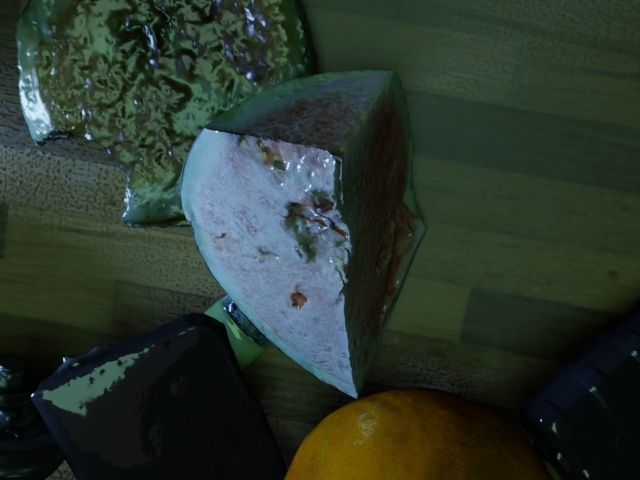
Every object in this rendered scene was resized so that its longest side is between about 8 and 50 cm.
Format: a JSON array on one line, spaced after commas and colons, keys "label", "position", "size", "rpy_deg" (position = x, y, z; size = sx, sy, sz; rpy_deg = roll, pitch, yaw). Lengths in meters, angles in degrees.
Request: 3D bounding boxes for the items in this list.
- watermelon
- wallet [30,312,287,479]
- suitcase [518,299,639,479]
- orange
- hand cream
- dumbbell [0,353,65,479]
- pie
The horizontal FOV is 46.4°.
[{"label": "watermelon", "position": [0.000, 0.000, 0.684], "size": [0.224, 0.180, 0.305], "rpy_deg": [-15, 132, -6]}, {"label": "wallet", "position": [-0.130, 0.261, 0.774], "size": [0.197, 0.051, 0.378], "rpy_deg": [-24, 110, -13]}, {"label": "suitcase", "position": [0.348, 0.219, 0.738], "size": [0.206, 0.066, 0.285], "rpy_deg": [-38, 98, -9]}, {"label": "orange", "position": [0.092, 0.284, 0.720], "size": [0.284, 0.226, 0.284], "rpy_deg": [4, 106, 15]}, {"label": "hand cream", "position": [-0.115, 0.116, 0.796], "size": [0.175, 0.046, 0.095], "rpy_deg": [-40, 101, 17]}, {"label": "dumbbell", "position": [-0.374, 0.302, 0.793], "size": [0.179, 0.179, 0.406], "rpy_deg": [20, 105, 0]}, {"label": "pie", "position": [-0.147, -0.158, 0.722], "size": [0.302, 0.067, 0.302], "rpy_deg": [1, 104, 3]}]
